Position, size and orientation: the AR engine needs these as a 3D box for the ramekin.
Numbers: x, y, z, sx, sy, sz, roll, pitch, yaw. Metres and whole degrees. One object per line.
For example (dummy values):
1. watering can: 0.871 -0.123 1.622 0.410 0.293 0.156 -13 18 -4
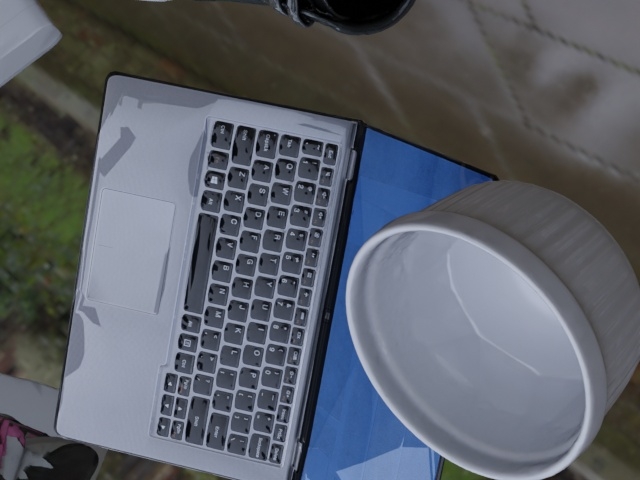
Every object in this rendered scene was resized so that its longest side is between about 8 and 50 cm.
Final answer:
1. ramekin: 0.129 0.056 0.963 0.207 0.109 0.207 26 133 31

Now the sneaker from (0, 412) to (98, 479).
1. sneaker: -0.199 0.123 0.747 0.077 0.072 0.178 19 169 21

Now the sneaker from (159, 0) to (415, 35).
1. sneaker: -0.056 -0.216 1.018 0.147 0.296 0.104 -111 22 -65

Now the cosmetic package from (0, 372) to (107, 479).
1. cosmetic package: -0.373 0.285 1.699 0.151 0.183 0.151 15 150 10

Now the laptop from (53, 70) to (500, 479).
1. laptop: -0.066 0.074 1.236 0.408 0.382 0.236 12 -169 9

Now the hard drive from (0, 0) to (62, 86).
1. hard drive: -0.477 -0.288 1.551 0.353 0.233 0.047 52 179 22
